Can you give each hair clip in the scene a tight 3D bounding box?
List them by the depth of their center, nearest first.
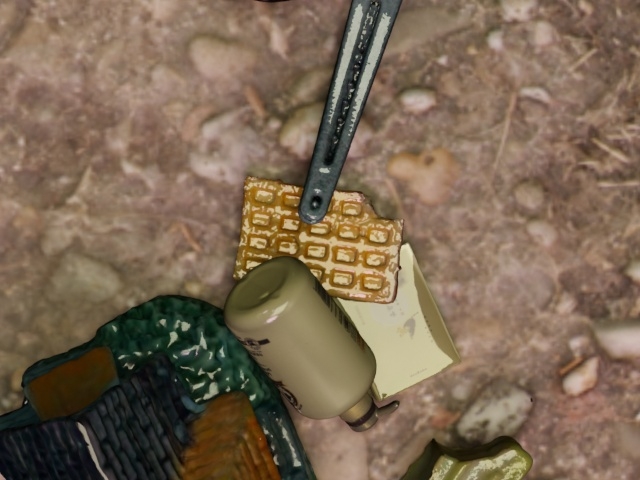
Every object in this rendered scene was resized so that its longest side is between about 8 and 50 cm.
[{"bbox_3d":[0.034,-0.144,1.550,0.048,0.083,0.275,15,92,-4],"label":"hair clip"}]

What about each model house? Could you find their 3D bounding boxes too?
[{"bbox_3d":[-0.114,0.191,1.453,0.226,0.241,0.261,-26,95,-5],"label":"model house"}]

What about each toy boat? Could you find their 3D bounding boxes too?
[{"bbox_3d":[0.064,0.264,1.546,0.084,0.111,0.276,33,90,-4],"label":"toy boat"}]

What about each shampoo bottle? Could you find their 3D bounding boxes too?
[{"bbox_3d":[-0.005,0.092,1.538,0.079,0.079,0.162,-40,119,-6],"label":"shampoo bottle"}]

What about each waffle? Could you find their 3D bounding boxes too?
[{"bbox_3d":[0.000,0.000,1.565,0.135,0.021,0.092,6,84,-5],"label":"waffle"}]

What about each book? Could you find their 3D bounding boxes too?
[{"bbox_3d":[0.060,0.067,1.588,0.077,0.014,0.111,-25,95,-8],"label":"book"}]

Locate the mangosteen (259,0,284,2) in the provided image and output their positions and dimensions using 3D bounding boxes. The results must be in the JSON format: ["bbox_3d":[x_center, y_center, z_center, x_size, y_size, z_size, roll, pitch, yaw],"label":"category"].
[{"bbox_3d":[-0.036,-0.262,1.516,0.137,0.137,0.151,-13,59,-9],"label":"mangosteen"}]
